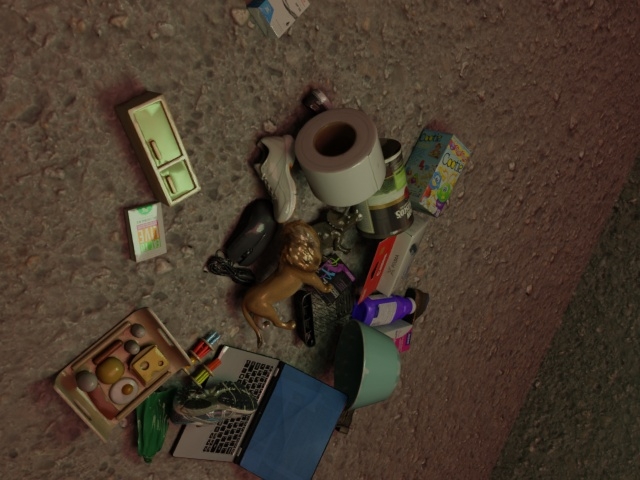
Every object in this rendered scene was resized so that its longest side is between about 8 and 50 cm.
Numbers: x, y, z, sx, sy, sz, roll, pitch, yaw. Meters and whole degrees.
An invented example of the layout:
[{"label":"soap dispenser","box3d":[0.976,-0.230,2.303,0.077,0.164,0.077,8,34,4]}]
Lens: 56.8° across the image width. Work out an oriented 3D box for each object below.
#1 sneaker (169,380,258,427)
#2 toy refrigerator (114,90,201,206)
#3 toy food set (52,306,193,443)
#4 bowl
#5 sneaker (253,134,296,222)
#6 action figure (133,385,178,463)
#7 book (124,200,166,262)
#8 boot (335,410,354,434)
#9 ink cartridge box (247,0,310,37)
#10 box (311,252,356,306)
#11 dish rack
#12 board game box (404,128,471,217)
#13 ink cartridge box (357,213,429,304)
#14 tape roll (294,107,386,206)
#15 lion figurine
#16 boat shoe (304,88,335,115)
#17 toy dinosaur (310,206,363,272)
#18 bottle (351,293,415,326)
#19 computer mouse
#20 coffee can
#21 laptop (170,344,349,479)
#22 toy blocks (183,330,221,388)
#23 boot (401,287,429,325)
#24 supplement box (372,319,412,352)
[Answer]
[{"label":"sneaker","box3d":[-0.325,0.504,1.794,0.283,0.110,0.122,12,124,-36]},{"label":"toy refrigerator","box3d":[-0.406,-0.229,1.502,0.102,0.094,0.270,-34,126,-27]},{"label":"toy food set","box3d":[-0.519,0.357,1.586,0.306,0.092,0.220,-41,113,-22]},{"label":"bowl","box3d":[0.169,0.434,2.049,0.163,0.311,0.312,8,101,-15]},{"label":"sneaker","box3d":[-0.142,-0.183,1.748,0.121,0.099,0.262,-1,90,-29]},{"label":"action figure","box3d":[-0.496,0.545,1.733,0.137,0.063,0.232,1,101,-43]},{"label":"book","box3d":[-0.464,-0.024,1.574,0.096,0.035,0.144,-20,117,-39]},{"label":"boot","box3d":[0.076,0.600,2.249,0.263,0.091,0.229,38,75,-46]},{"label":"ink cartridge box","box3d":[-0.103,-0.657,1.628,0.180,0.060,0.104,-52,131,-14]},{"label":"box","box3d":[0.038,0.131,1.997,0.116,0.029,0.162,49,50,-4]},{"label":"dish rack","box3d":[0.028,0.227,2.064,0.271,0.074,0.208,-21,120,-34]},{"label":"board game box","box3d":[0.405,-0.246,2.166,0.142,0.144,0.275,30,86,-44]},{"label":"ink cartridge box","box3d":[0.259,0.081,2.102,0.261,0.066,0.296,-37,151,-46]},{"label":"tape roll","box3d":[0.061,-0.245,1.746,0.246,0.246,0.169,-49,148,-16]},{"label":"lion figurine","box3d":[-0.124,0.135,1.800,0.392,0.142,0.240,-50,130,-5]},{"label":"boat shoe","box3d":[0.025,-0.365,1.842,0.076,0.080,0.228,-43,132,-2]},{"label":"toy dinosaur","box3d":[0.000,0.000,1.946,0.313,0.121,0.160,-31,113,-5]},{"label":"bottle","box3d":[0.246,0.259,2.249,0.282,0.092,0.118,-2,119,-41]},{"label":"computer mouse","box3d":[-0.201,0.006,1.783,0.188,0.072,0.272,30,85,-42]},{"label":"coffee can","box3d":[0.191,-0.173,1.968,0.201,0.201,0.275,-33,125,-28]},{"label":"laptop","box3d":[-0.187,0.589,1.900,0.408,0.236,0.382,27,87,-43]},{"label":"toy blocks","box3d":[-0.345,0.359,1.798,0.148,0.054,0.123,-44,124,-20]},{"label":"boot","box3d":[0.382,0.304,2.394,0.106,0.082,0.219,9,98,-40]},{"label":"supplement box","box3d":[0.237,0.374,2.274,0.220,0.114,0.111,-9,111,-41]}]
